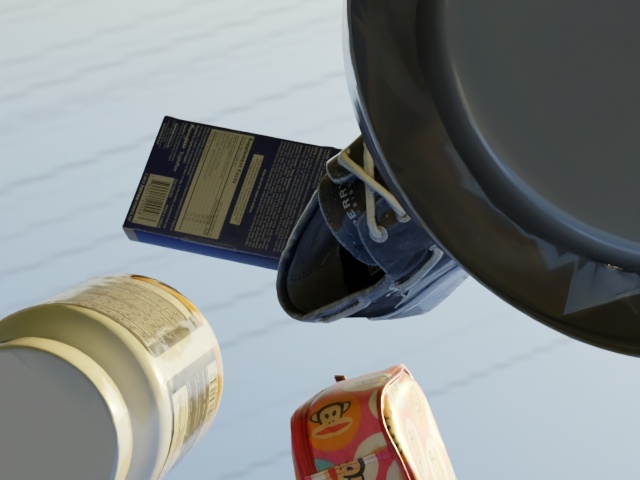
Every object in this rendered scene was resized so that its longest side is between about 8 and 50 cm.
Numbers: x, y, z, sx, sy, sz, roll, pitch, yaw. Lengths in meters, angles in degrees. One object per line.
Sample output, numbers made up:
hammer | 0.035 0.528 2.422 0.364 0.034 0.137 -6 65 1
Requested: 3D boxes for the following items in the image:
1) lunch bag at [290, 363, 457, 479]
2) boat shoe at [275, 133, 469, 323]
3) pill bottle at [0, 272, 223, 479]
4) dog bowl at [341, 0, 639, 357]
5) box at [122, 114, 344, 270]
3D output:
lunch bag | 0.080 0.268 1.760 0.120 0.293 0.258 -19 -179 15
boat shoe | 0.051 -0.028 1.064 0.102 0.108 0.301 -11 163 -26
pill bottle | -0.171 0.117 1.289 0.162 0.162 0.278 -7 -175 10
dog bowl | 0.170 -0.112 0.940 0.348 0.349 0.102 -15 -177 -14
box | -0.073 -0.043 1.829 0.225 0.036 0.136 11 -114 18
